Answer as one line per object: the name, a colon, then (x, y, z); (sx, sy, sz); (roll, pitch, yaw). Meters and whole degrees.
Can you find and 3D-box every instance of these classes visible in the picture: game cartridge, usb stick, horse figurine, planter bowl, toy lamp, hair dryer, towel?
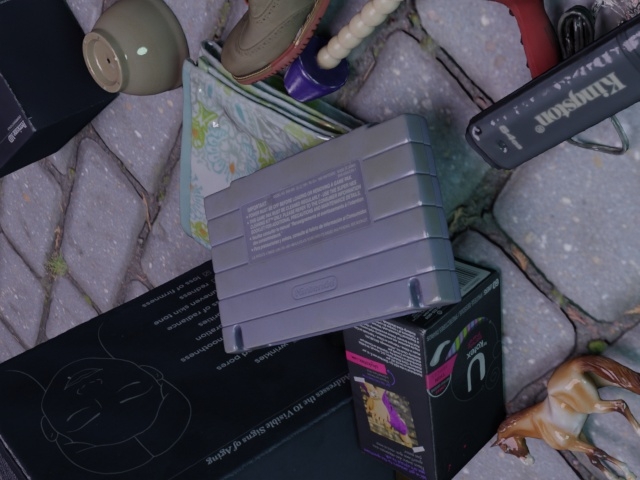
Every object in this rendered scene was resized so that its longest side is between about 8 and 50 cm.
game cartridge: (0.000, 0.000, 1.093); (0.355, 0.068, 0.230); (-18, 73, 40)
usb stick: (0.253, -0.144, 0.821); (0.077, 0.045, 0.278); (36, 141, -21)
horse figurine: (0.329, 0.216, 1.088); (0.174, 0.066, 0.263); (32, 140, 20)
planter bowl: (-0.297, -0.293, 1.367); (0.162, 0.109, 0.162); (28, 135, 32)
toy lamp: (0.042, -0.248, 1.049); (0.080, 0.080, 0.275); (57, 142, -2)
hair dryer: (0.206, -0.211, 0.862); (0.293, 0.080, 0.223); (37, 139, 12)
towel: (-0.078, -0.076, 1.303); (0.320, 0.090, 0.374); (35, 139, 27)

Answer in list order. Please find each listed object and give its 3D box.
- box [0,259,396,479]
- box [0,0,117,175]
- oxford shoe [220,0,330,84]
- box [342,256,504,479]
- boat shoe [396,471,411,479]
box: (-0.214, 0.323, 1.368); (0.472, 0.480, 0.297); (29, 137, 47)
box: (-0.579, -0.312, 1.611); (0.343, 0.179, 0.312); (-20, 100, 53)
oxford shoe: (-0.048, -0.311, 1.025); (0.348, 0.130, 0.123); (-41, 41, 46)
box: (0.141, 0.168, 1.174); (0.143, 0.165, 0.270); (20, 131, 40)
boat shoe: (0.104, 0.400, 1.478); (0.073, 0.073, 0.207); (-6, 105, 52)
